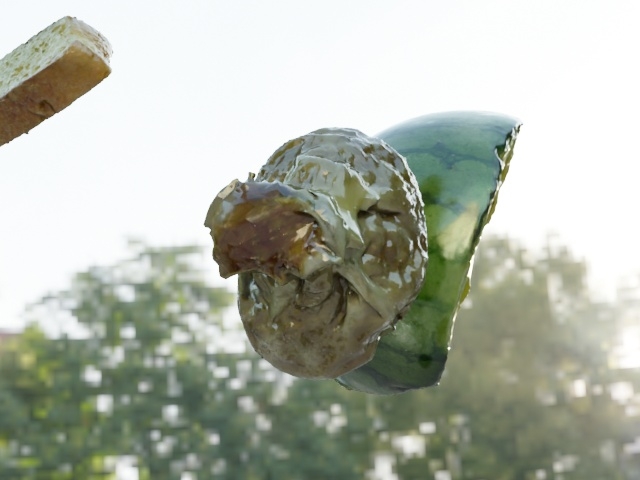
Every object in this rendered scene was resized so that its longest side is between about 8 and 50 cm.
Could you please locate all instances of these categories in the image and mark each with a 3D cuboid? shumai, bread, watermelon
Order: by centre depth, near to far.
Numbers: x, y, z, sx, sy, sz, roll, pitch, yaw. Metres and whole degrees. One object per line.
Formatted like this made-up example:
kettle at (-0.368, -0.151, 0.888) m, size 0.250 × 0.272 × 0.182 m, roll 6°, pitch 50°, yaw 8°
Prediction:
shumai at (0.000, 0.000, 1.569) m, size 0.161 × 0.209 × 0.153 m, roll 21°, pitch -10°, yaw 16°
watermelon at (0.072, 0.001, 1.943) m, size 0.189 × 0.331 × 0.331 m, roll 16°, pitch -22°, yaw -3°
bread at (-0.299, -0.161, 2.035) m, size 0.187 × 0.103 × 0.065 m, roll -29°, pitch -58°, yaw 26°
